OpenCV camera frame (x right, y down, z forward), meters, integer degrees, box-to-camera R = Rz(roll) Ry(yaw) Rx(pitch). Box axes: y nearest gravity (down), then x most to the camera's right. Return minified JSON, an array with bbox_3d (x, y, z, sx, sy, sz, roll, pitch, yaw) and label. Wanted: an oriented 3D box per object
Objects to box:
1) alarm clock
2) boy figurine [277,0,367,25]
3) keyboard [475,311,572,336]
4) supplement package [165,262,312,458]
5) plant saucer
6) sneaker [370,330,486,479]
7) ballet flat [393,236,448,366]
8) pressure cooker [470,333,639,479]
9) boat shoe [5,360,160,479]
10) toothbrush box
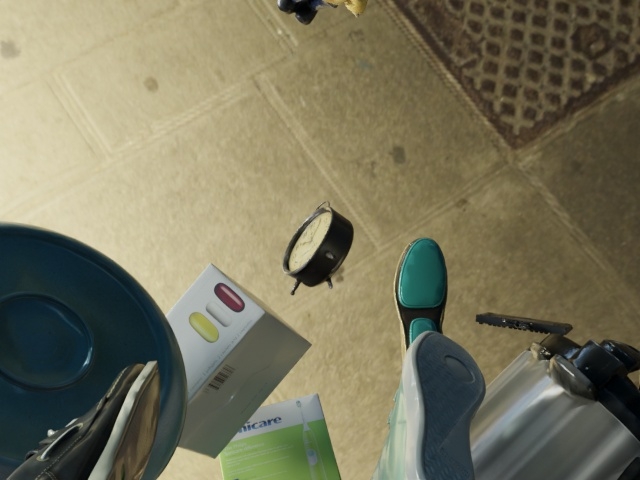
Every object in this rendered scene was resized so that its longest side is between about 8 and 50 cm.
[{"bbox_3d":[0.000,0.000,1.398,0.064,0.129,0.192,32,36,-24],"label":"alarm clock"},{"bbox_3d":[0.026,-0.512,1.765,0.177,0.285,0.092,27,82,-30],"label":"boy figurine"},{"bbox_3d":[0.402,0.167,1.711,0.180,0.108,0.023,6,92,27],"label":"keyboard"},{"bbox_3d":[-0.181,0.206,1.439,0.145,0.204,0.262,38,86,31],"label":"supplement package"},{"bbox_3d":[-0.255,0.097,0.762,0.317,0.044,0.317,24,39,-21],"label":"plant saucer"},{"bbox_3d":[0.087,0.205,0.869,0.094,0.151,0.256,31,31,-6],"label":"sneaker"},{"bbox_3d":[0.139,0.111,1.229,0.080,0.073,0.232,6,66,-4],"label":"ballet flat"},{"bbox_3d":[0.438,0.368,1.516,0.420,0.370,0.375,-42,89,-6],"label":"pressure cooker"},{"bbox_3d":[-0.167,0.149,0.610,0.079,0.233,0.084,7,111,5],"label":"boat shoe"},{"bbox_3d":[-0.066,0.446,1.563,0.206,0.122,0.283,-14,49,-5],"label":"toothbrush box"}]
